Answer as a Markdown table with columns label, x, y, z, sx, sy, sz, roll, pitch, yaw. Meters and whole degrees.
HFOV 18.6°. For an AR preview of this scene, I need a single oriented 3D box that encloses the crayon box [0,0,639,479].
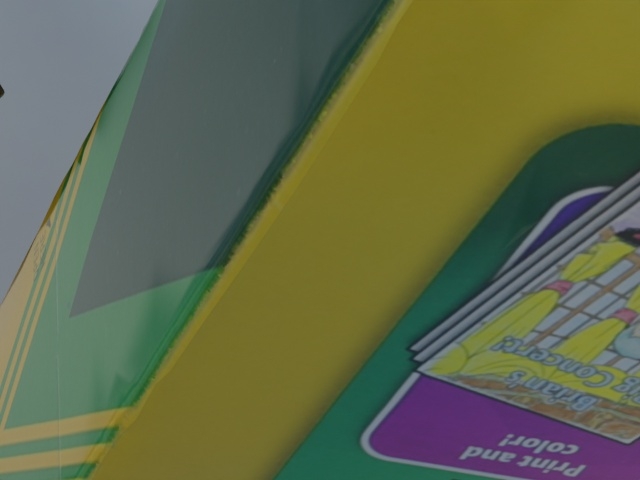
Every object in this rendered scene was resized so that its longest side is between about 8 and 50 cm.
| label | x | y | z | sx | sy | sz | roll | pitch | yaw |
| --- | --- | --- | --- | --- | --- | --- | --- | --- | --- |
| crayon box | 0.123 | 0.020 | 0.496 | 0.363 | 0.313 | 0.106 | 11 | -129 | -22 |

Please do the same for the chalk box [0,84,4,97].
| label | x | y | z | sx | sy | sz | roll | pitch | yaw |
| --- | --- | --- | --- | --- | --- | --- | --- | --- | --- |
| chalk box | -0.271 | -0.097 | 1.074 | 0.213 | 0.132 | 0.132 | 44 | -177 | -34 |
